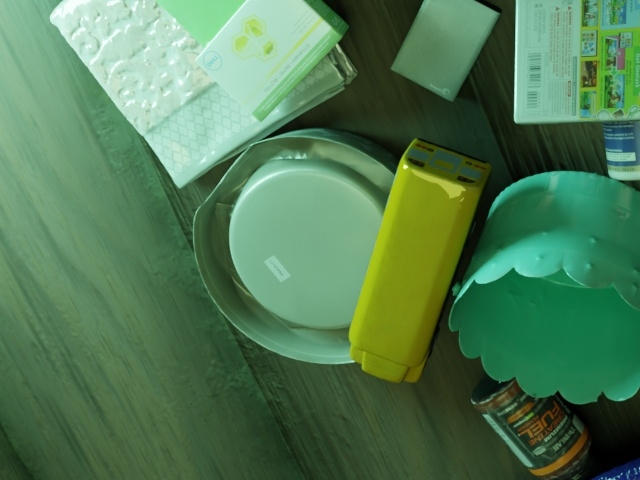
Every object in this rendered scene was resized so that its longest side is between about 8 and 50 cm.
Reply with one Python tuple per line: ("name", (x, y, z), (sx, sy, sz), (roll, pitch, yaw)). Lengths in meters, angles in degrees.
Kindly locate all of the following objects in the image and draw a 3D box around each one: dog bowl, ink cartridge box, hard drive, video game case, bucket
("dog bowl", (0.000, 0.000, 1.636), (0.349, 0.102, 0.348), (7, 116, 15))
("ink cartridge box", (-0.104, -0.293, 1.501), (0.235, 0.056, 0.171), (42, 119, -9))
("hard drive", (0.161, -0.258, 1.504), (0.094, 0.022, 0.135), (29, 120, 3))
("video game case", (0.333, -0.253, 1.380), (0.206, 0.026, 0.226), (1, 89, 27))
("bucket", (0.312, 0.059, 1.468), (0.281, 0.183, 0.281), (13, 144, 10))

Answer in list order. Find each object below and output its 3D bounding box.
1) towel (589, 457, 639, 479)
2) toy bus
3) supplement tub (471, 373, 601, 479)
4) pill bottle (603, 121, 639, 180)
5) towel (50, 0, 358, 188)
("towel", (0.426, 0.411, 1.657), (0.308, 0.076, 0.228), (-36, 131, 30))
("toy bus", (0.118, 0.041, 1.483), (0.108, 0.130, 0.332), (20, 119, 8))
("supplement tub", (0.313, 0.266, 1.661), (0.106, 0.106, 0.198), (-37, 100, 29))
("pill bottle", (0.391, -0.164, 1.425), (0.094, 0.094, 0.169), (-5, 101, 21))
("towel", (-0.165, -0.269, 1.590), (0.332, 0.053, 0.317), (-30, 103, 27))
